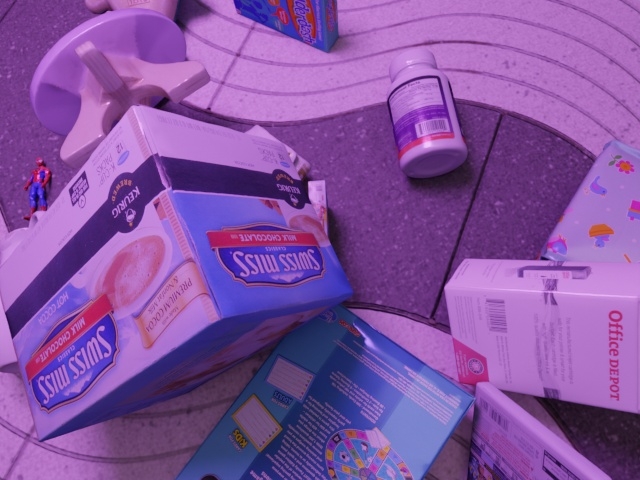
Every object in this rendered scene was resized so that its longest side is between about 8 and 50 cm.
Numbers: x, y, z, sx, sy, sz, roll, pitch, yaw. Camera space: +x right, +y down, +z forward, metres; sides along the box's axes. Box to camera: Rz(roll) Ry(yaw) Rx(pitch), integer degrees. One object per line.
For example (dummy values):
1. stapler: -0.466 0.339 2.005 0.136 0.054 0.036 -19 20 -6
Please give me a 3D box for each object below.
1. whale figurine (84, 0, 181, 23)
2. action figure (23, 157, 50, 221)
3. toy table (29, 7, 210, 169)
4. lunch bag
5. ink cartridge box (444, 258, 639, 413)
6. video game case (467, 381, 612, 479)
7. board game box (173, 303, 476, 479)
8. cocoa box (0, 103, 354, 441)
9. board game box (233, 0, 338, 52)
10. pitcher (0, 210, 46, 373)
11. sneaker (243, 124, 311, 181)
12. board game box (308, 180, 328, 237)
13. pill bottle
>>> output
1. whale figurine: -0.326 -0.455 0.887 0.216 0.141 0.272 -13 96 -1
2. action figure: -0.493 -0.092 0.817 0.038 0.030 0.115 -8 70 6
3. toy table: -0.315 -0.238 0.754 0.274 0.252 0.161 -43 58 2
4. lunch bag: 0.461 0.022 0.645 0.262 0.160 0.223 32 76 22
5. ink cartridge box: 0.285 0.111 0.591 0.218 0.159 0.092 1 25 35
6. video game case: 0.232 0.290 0.533 0.023 0.201 0.183 0 99 -14
7. board game box: 0.001 0.274 0.624 0.254 0.079 0.336 33 77 23
8. cocoa box: -0.184 0.054 0.572 0.347 0.231 0.228 -35 71 28
9. board game box: -0.070 -0.441 0.834 0.210 0.160 0.047 28 76 12
10. pitcher: -0.421 0.075 0.688 0.125 0.178 0.207 3 63 -39
11. sneaker: -0.072 -0.059 0.740 0.169 0.108 0.292 -35 72 -4
12. board game box: 0.000 0.000 0.718 0.026 0.103 0.154 -3 72 3
13. pill bottle: 0.168 -0.211 0.773 0.108 0.108 0.193 -8 72 1
